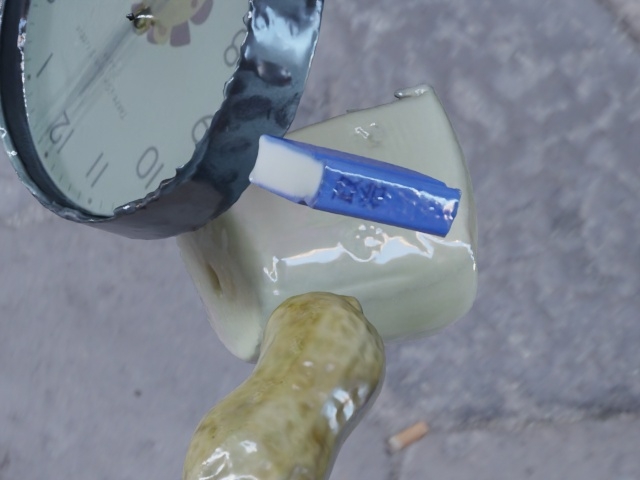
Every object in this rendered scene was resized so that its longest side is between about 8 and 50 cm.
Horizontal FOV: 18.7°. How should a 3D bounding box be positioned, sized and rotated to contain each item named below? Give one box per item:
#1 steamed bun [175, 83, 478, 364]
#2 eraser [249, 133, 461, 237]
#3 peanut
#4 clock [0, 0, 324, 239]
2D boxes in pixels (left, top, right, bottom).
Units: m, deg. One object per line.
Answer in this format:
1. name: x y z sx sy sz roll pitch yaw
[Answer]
1. steamed bun: 0.000 0.000 1.516 0.225 0.170 0.200 -9 66 -13
2. eraser: 0.017 -0.027 0.943 0.084 0.063 0.027 12 96 -36
3. peanut: -0.020 0.113 1.284 0.103 0.098 0.229 4 42 32
4. clock: -0.123 -0.156 1.366 0.061 0.312 0.313 11 63 -43
